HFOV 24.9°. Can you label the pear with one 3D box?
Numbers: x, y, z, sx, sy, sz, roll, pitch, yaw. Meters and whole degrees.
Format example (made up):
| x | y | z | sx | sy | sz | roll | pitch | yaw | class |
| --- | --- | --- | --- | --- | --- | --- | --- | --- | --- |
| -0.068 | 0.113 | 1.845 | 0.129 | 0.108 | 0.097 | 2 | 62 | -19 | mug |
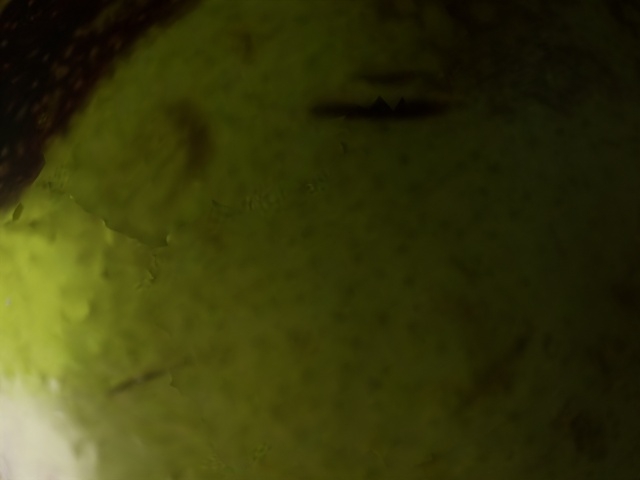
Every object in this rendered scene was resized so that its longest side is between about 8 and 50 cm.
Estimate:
| x | y | z | sx | sy | sz | roll | pitch | yaw | class |
| --- | --- | --- | --- | --- | --- | --- | --- | --- | --- |
| 0.000 | 0.000 | 0.435 | 0.283 | 0.284 | 0.283 | 174 | 90 | -74 | pear |
